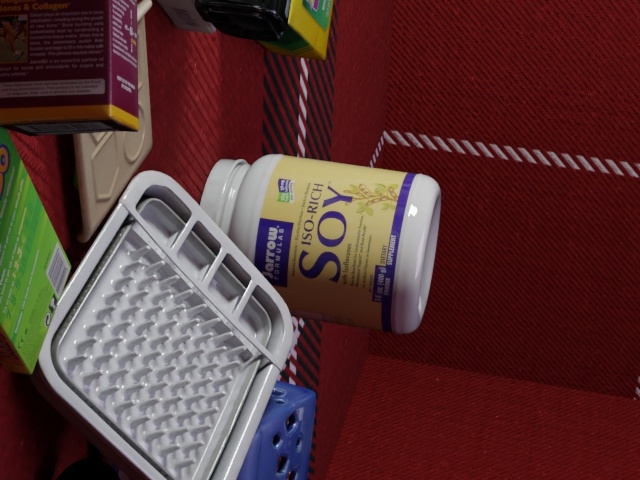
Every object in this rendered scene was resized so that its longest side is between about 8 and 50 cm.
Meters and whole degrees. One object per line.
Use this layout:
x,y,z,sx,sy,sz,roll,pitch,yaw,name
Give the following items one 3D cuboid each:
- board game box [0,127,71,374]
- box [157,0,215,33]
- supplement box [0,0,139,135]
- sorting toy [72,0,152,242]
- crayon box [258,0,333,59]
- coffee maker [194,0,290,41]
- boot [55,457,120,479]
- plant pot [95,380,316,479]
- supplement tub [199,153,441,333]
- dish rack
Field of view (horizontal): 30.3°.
-0.281,0.005,1.039,0.259,0.039,0.124,87,14,-57,board game box
-0.142,-0.434,1.382,0.232,0.058,0.322,49,50,-77,box
-0.212,-0.186,0.987,0.081,0.104,0.188,22,67,-81,supplement box
-0.225,-0.130,1.254,0.193,0.038,0.208,-68,168,-53,sorting toy
-0.037,-0.482,1.796,0.313,0.106,0.363,5,94,-81,crayon box
-0.085,-0.339,1.371,0.171,0.120,0.178,24,73,-56,coffee maker
-0.272,0.286,1.153,0.207,0.094,0.246,92,18,-53,boot
-0.156,0.289,1.461,0.212,0.235,0.236,-12,112,-72,plant pot
0.000,0.000,1.760,0.241,0.331,0.241,8,90,-80,supplement tub
-0.175,0.115,1.303,0.285,0.072,0.333,49,37,-23,dish rack
